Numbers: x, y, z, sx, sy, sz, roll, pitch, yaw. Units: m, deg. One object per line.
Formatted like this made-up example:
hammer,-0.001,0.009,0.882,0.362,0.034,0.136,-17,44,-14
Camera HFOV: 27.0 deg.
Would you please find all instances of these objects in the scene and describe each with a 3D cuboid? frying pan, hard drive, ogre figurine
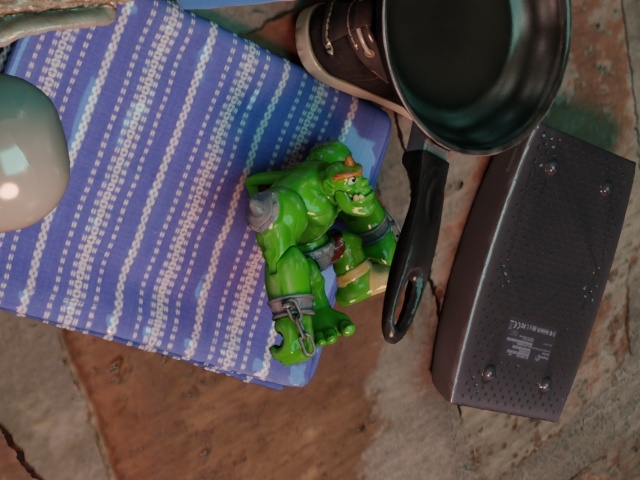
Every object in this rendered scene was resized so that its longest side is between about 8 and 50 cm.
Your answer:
frying pan,0.110,-0.096,0.984,0.197,0.053,0.326,-4,99,-39
hard drive,0.190,0.030,1.204,0.172,0.054,0.254,15,92,-42
ogre figurine,0.000,0.000,0.960,0.197,0.097,0.118,-33,108,-39

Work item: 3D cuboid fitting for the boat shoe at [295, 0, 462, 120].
boat shoe,0.090,-0.141,1.046,0.233,0.079,0.084,10,69,-43

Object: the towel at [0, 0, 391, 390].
towel,-0.095,-0.034,0.958,0.336,0.040,0.243,21,87,-41

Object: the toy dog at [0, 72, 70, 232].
toy dog,-0.274,0.001,0.672,0.161,0.334,0.220,23,78,-75

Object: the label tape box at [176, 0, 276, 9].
label tape box,-0.039,-0.348,0.810,0.249,0.115,0.347,68,24,-45

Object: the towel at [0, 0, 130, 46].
towel,-0.240,-0.186,0.717,0.282,0.187,0.049,-9,150,-37
